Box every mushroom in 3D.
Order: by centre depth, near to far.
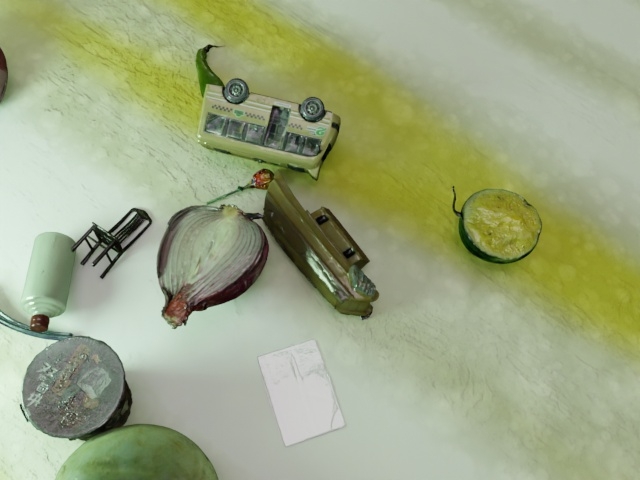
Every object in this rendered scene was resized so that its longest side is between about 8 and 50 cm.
[{"bbox_3d":[-0.371,0.545,1.385,0.352,0.260,0.352,3,57,-4],"label":"mushroom"}]

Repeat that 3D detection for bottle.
[{"bbox_3d":[-0.660,0.105,1.643,0.104,0.104,0.245,0,57,-3],"label":"bottle"}]

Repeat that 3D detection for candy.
[{"bbox_3d":[-0.216,-0.138,1.837,0.201,0.060,0.060,-23,68,-5],"label":"candy"}]

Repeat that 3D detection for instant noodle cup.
[{"bbox_3d":[-0.521,0.342,1.498,0.217,0.207,0.218,1,66,-3],"label":"instant noodle cup"}]

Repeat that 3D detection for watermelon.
[{"bbox_3d":[0.451,-0.028,1.775,0.232,0.127,0.204,3,65,-4],"label":"watermelon"}]

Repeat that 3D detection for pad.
[{"bbox_3d":[-0.050,0.361,1.629,0.156,0.004,0.232,-17,67,-10],"label":"pad"}]

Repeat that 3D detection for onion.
[{"bbox_3d":[-0.279,0.085,1.661,0.267,0.159,0.349,19,63,18],"label":"onion"}]

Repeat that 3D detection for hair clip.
[{"bbox_3d":[-0.733,0.197,1.651,0.275,0.048,0.083,25,63,3],"label":"hair clip"}]

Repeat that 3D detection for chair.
[{"bbox_3d":[-0.523,-0.018,1.727,0.084,0.101,0.212,32,68,11],"label":"chair"}]

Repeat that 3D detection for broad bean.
[{"bbox_3d":[-0.306,-0.458,1.974,0.098,0.056,0.318,-6,64,-11],"label":"broad bean"}]

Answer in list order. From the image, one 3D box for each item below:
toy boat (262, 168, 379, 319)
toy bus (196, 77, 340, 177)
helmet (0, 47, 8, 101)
[{"bbox_3d":[0.000,0.000,1.736,0.162,0.136,0.445,-32,70,-22],"label":"toy boat"},{"bbox_3d":[-0.137,-0.297,1.824,0.365,0.177,0.202,13,89,2],"label":"toy bus"},{"bbox_3d":[-0.947,-0.453,1.882,0.198,0.154,0.253,-15,48,32],"label":"helmet"}]
